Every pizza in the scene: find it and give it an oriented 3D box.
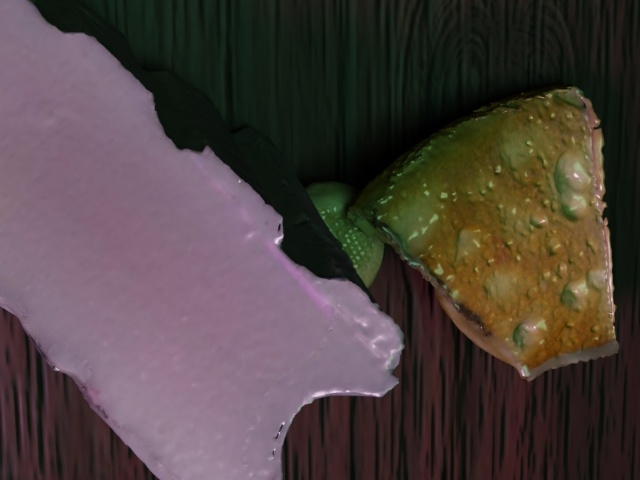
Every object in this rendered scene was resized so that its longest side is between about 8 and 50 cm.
[{"bbox_3d":[0.104,0.003,1.209,0.204,0.080,0.188,-15,97,-31],"label":"pizza"}]

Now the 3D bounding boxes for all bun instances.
[{"bbox_3d":[0.000,0.000,1.187,0.086,0.055,0.086,-13,113,-33],"label":"bun"}]

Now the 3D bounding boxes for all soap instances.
[{"bbox_3d":[-0.117,-0.010,1.010,0.258,0.302,0.159,39,97,-26],"label":"soap"}]
